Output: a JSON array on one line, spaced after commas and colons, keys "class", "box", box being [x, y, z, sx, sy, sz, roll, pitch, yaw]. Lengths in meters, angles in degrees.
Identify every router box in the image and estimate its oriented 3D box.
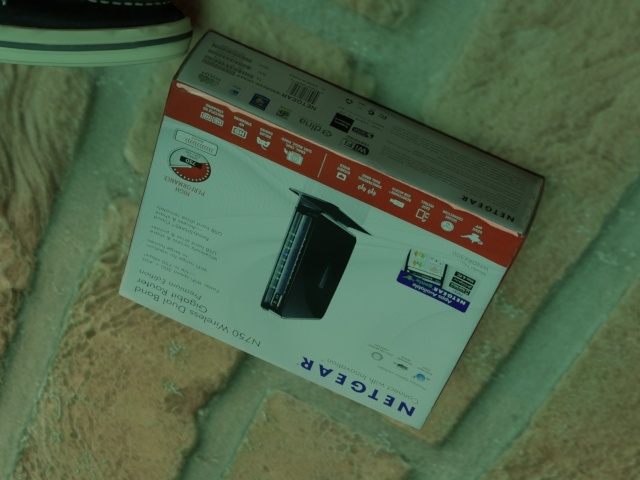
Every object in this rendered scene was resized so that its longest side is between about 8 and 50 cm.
[{"class": "router box", "box": [0.000, 0.000, 1.468, 0.335, 0.082, 0.301, 24, 136, 3]}]

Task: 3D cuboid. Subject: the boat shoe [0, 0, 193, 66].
[{"class": "boat shoe", "box": [-0.346, -0.249, 1.312, 0.500, 0.187, 0.156, 14, 100, -8]}]
